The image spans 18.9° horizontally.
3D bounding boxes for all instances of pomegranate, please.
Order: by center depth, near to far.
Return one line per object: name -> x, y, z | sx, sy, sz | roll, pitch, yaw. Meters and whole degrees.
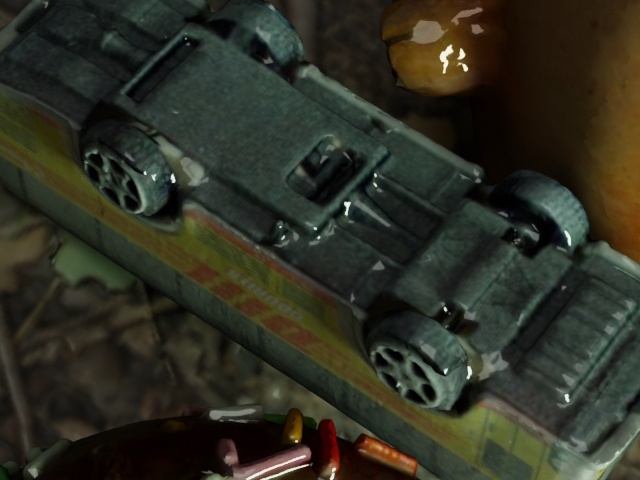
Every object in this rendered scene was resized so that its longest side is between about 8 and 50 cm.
pomegranate -> 0.153, -0.082, 0.709 | 0.270, 0.252, 0.229 | -11, 66, -5

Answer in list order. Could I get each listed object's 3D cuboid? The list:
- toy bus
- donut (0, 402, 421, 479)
toy bus -> 0.000, 0.000, 0.682 | 0.268, 0.106, 0.092 | 32, 61, 16
donut -> -0.031, 0.176, 0.630 | 0.270, 0.103, 0.269 | 5, 67, -11
